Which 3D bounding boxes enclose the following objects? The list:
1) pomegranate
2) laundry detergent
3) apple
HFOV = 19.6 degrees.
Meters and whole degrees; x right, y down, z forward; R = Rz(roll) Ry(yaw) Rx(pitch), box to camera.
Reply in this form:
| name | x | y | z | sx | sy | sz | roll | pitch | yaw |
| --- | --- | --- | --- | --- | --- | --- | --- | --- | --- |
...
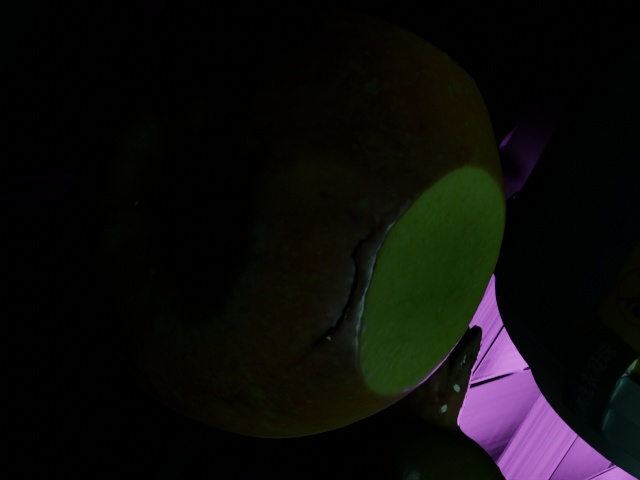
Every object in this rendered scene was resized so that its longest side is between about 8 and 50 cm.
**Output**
| name | x | y | z | sx | sy | sz | roll | pitch | yaw |
| --- | --- | --- | --- | --- | --- | --- | --- | --- | --- |
| pomegranate | 0.039 | 0.140 | 1.041 | 0.159 | 0.159 | 0.205 | 24 | 80 | -68 |
| laundry detergent | 0.265 | -0.016 | 1.039 | 0.287 | 0.287 | 0.305 | -15 | 138 | -57 |
| apple | -0.011 | -0.011 | 0.680 | 0.147 | 0.146 | 0.163 | -2 | 112 | -54 |
